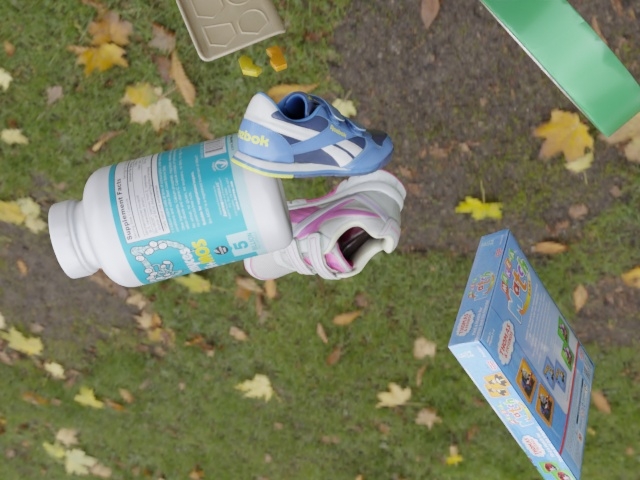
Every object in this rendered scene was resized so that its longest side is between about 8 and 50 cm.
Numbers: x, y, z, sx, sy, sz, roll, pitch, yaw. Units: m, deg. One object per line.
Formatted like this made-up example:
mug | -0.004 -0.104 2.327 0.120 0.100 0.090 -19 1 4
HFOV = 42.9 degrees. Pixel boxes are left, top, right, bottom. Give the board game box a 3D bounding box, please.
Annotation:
board game box | 0.212 0.118 0.826 0.039 0.160 0.211 -17 121 36

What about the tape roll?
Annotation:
tape roll | 0.334 -0.290 1.175 0.077 0.321 0.321 -42 118 18

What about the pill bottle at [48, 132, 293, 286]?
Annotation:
pill bottle | -0.173 -0.031 0.954 0.264 0.146 0.146 -14 132 2

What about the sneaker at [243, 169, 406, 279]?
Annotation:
sneaker | 0.000 0.000 1.101 0.252 0.111 0.103 -26 131 24

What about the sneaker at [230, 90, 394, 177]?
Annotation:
sneaker | 0.002 -0.080 0.608 0.144 0.053 0.059 -7 110 -41

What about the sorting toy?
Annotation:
sorting toy | -0.208 -0.524 2.039 0.229 0.307 0.041 -21 158 -7
